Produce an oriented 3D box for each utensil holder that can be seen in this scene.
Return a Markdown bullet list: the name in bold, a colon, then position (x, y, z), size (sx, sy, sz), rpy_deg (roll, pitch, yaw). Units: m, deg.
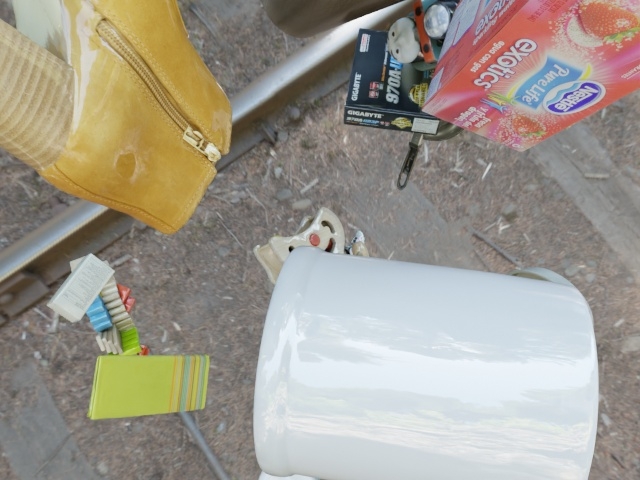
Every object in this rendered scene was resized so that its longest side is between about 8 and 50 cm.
- **utensil holder**: position (0.139, 0.189, 0.759), size (0.384, 0.327, 0.328), rpy_deg (6, 81, 10)

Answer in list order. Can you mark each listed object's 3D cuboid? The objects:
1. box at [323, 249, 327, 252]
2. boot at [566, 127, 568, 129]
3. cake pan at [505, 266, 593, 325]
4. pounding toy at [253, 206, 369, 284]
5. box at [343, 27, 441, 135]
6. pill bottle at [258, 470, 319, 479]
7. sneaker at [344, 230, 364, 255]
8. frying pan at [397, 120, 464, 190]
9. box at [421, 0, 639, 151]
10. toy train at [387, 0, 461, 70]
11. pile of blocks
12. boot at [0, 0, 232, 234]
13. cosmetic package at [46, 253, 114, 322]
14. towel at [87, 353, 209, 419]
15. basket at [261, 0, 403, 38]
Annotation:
- **box**: position (-0.011, 0.087, 0.985), size (0.081, 0.028, 0.136), rpy_deg (28, 97, -13)
- **boot**: position (0.725, -0.421, 1.647), size (0.077, 0.213, 0.165), rpy_deg (-45, 78, 20)
- **cake pan**: position (0.645, 0.197, 1.530), size (0.054, 0.293, 0.293), rpy_deg (-32, 78, -23)
- **pounding toy**: position (0.000, 0.000, 1.203), size (0.269, 0.154, 0.154), rpy_deg (-8, 78, -41)
- **box**: position (0.143, -0.302, 1.010), size (0.175, 0.051, 0.221), rpy_deg (9, 58, 4)
- **pill bottle**: position (-0.072, 0.624, 1.439), size (0.146, 0.264, 0.146), rpy_deg (-1, 83, 7)
- **sneaker**: position (0.098, 0.016, 1.658), size (0.069, 0.038, 0.098), rpy_deg (8, 83, -33)
- **frying pan**: position (0.222, -0.285, 1.264), size (0.197, 0.053, 0.326), rpy_deg (47, 125, 4)
- **box**: position (0.233, -0.219, 0.522), size (0.142, 0.300, 0.154), rpy_deg (20, 78, -7)
- **toy train**: position (0.265, -0.354, 0.893), size (0.333, 0.190, 0.142), rpy_deg (-21, 98, -34)
- **pile of blocks**: position (-0.538, 0.205, 1.424), size (0.112, 0.149, 0.363), rpy_deg (-23, 103, -12)
- **boot**: position (-0.136, -0.169, 0.404), size (0.104, 0.211, 0.295), rpy_deg (6, 74, 31)
- **cosmetic package**: position (-0.443, 0.088, 0.997), size (0.060, 0.041, 0.115), rpy_deg (45, 49, -23)
- **towel**: position (-0.291, 0.252, 0.942), size (0.021, 0.237, 0.102), rpy_deg (-2, 79, 36)
- **basket**: position (0.023, -0.383, 0.750), size (0.204, 0.226, 0.154), rpy_deg (20, 78, -31)
